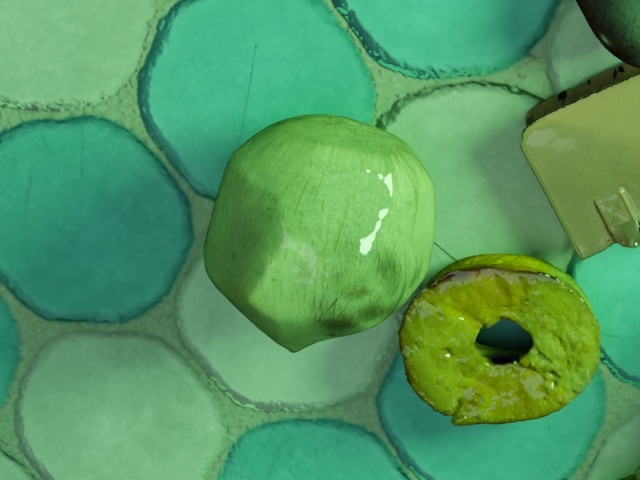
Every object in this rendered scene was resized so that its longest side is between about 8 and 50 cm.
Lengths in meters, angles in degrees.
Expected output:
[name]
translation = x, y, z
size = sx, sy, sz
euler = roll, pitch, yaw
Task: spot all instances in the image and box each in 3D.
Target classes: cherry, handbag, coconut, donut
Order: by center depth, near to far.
[cherry]
translation = 0.265, -0.187, 1.650
size = 0.148, 0.115, 0.188
euler = 29, 91, -4
[handbag]
translation = 0.301, -0.084, 1.742
size = 0.212, 0.059, 0.157
euler = -24, 108, 21
[coconut]
translation = 0.000, 0.000, 1.762
size = 0.224, 0.224, 0.224
euler = 4, 116, 9
[donut]
translation = 0.171, 0.087, 1.841
size = 0.190, 0.074, 0.174
euler = -16, 110, 13

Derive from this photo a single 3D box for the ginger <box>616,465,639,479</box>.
[ginger]
translation = 0.368, 0.242, 1.872
size = 0.205, 0.081, 0.115
euler = -1, 147, 2
